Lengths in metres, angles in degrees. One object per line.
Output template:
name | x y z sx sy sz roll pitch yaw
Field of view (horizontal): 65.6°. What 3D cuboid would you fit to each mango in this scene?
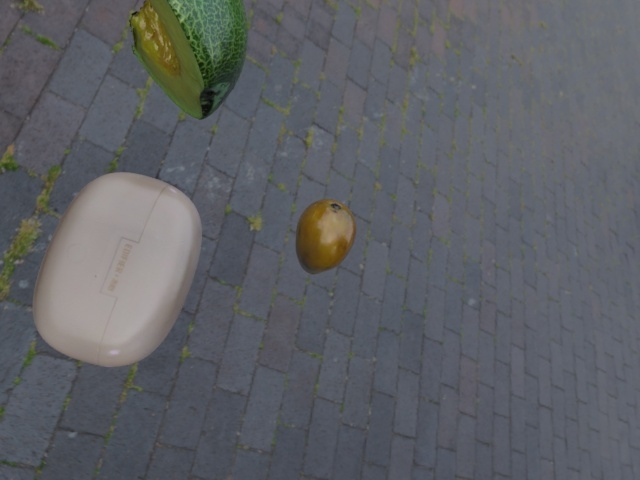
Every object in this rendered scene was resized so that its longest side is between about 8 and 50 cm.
mango | 0.002 -0.005 0.786 0.090 0.163 0.111 16 79 -10

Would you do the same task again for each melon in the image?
melon | -0.141 -0.256 0.594 0.129 0.265 0.169 -36 92 -18

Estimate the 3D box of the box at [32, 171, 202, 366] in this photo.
box | -0.207 0.028 0.518 0.146 0.088 0.200 18 82 -5
